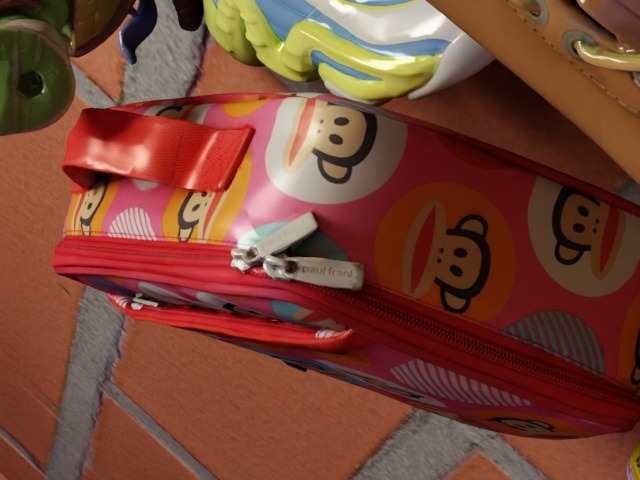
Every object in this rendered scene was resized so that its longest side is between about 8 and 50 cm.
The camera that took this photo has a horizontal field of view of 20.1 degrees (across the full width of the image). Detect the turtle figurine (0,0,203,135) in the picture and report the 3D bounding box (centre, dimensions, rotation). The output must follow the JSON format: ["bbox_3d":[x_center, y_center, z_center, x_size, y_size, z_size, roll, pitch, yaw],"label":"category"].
[{"bbox_3d":[-0.189,-0.152,0.878,0.275,0.198,0.266,45,-177,-18],"label":"turtle figurine"}]

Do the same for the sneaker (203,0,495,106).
[{"bbox_3d":[-0.003,-0.132,0.797,0.240,0.091,0.126,9,139,56],"label":"sneaker"}]

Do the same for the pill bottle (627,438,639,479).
[{"bbox_3d":[0.191,0.111,0.955,0.043,0.043,0.083,38,157,15],"label":"pill bottle"}]

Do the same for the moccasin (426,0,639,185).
[{"bbox_3d":[0.136,-0.097,0.582,0.380,0.139,0.147,44,169,25],"label":"moccasin"}]

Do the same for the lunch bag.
[{"bbox_3d":[0.000,0.000,0.859,0.258,0.120,0.293,22,172,-27],"label":"lunch bag"}]
